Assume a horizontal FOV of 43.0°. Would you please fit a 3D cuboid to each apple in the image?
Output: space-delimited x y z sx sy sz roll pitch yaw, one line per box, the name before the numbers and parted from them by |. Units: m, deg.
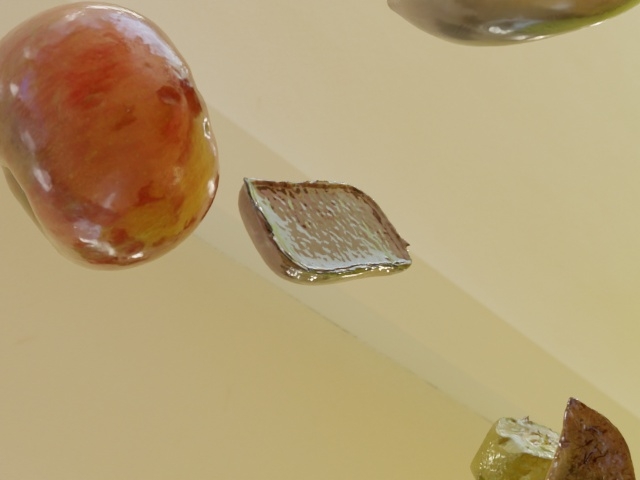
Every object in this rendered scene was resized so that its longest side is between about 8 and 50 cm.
apple | -0.175 -0.084 0.651 0.164 0.209 0.209 -33 -77 -20

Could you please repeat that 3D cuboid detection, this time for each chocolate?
chocolate | -0.001 0.001 1.073 0.261 0.083 0.161 2 -129 -47

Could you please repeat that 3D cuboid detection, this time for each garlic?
garlic | 0.210 -0.339 0.886 0.246 0.340 0.231 -47 -48 -51

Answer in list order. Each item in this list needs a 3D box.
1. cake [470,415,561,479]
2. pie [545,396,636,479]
cake | 0.417 0.444 1.569 0.261 0.179 0.156 23 -83 -19
pie | 0.255 0.258 0.801 0.033 0.088 0.191 6 -75 -62
